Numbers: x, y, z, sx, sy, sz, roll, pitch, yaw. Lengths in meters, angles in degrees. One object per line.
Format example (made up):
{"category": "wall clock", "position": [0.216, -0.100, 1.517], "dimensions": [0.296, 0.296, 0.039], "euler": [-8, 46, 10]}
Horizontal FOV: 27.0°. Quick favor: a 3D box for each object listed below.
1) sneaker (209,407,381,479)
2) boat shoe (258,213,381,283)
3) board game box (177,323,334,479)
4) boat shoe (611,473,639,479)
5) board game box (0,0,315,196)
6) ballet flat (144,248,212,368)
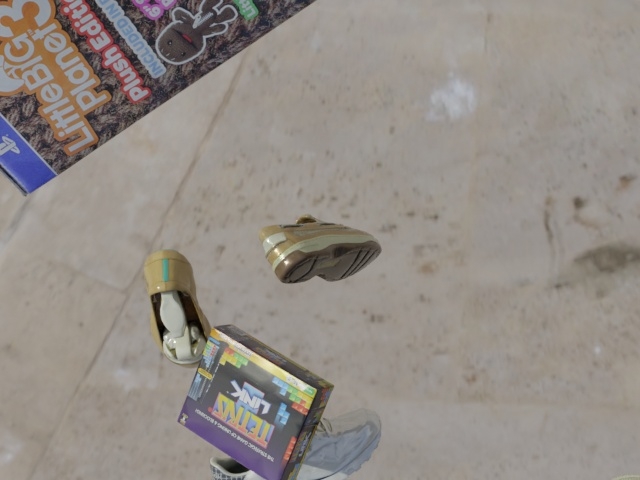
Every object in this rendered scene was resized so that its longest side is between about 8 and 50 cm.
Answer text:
{"category": "sneaker", "position": [-0.029, 0.277, 1.758], "dimensions": [0.235, 0.090, 0.094], "euler": [-28, 116, -7]}
{"category": "boat shoe", "position": [0.000, 0.000, 1.457], "dimensions": [0.068, 0.190, 0.072], "euler": [-46, 69, 20]}
{"category": "board game box", "position": [-0.084, 0.205, 1.678], "dimensions": [0.170, 0.048, 0.141], "euler": [28, 104, 26]}
{"category": "boat shoe", "position": [0.405, 0.327, 1.418], "dimensions": [0.233, 0.084, 0.079], "euler": [25, 134, 30]}
{"category": "board game box", "position": [-0.144, -0.213, 0.920], "dimensions": [0.291, 0.232, 0.141], "euler": [-34, 130, 5]}
{"category": "ballet flat", "position": [-0.185, 0.110, 1.715], "dimensions": [0.080, 0.073, 0.232], "euler": [-10, 137, 2]}
